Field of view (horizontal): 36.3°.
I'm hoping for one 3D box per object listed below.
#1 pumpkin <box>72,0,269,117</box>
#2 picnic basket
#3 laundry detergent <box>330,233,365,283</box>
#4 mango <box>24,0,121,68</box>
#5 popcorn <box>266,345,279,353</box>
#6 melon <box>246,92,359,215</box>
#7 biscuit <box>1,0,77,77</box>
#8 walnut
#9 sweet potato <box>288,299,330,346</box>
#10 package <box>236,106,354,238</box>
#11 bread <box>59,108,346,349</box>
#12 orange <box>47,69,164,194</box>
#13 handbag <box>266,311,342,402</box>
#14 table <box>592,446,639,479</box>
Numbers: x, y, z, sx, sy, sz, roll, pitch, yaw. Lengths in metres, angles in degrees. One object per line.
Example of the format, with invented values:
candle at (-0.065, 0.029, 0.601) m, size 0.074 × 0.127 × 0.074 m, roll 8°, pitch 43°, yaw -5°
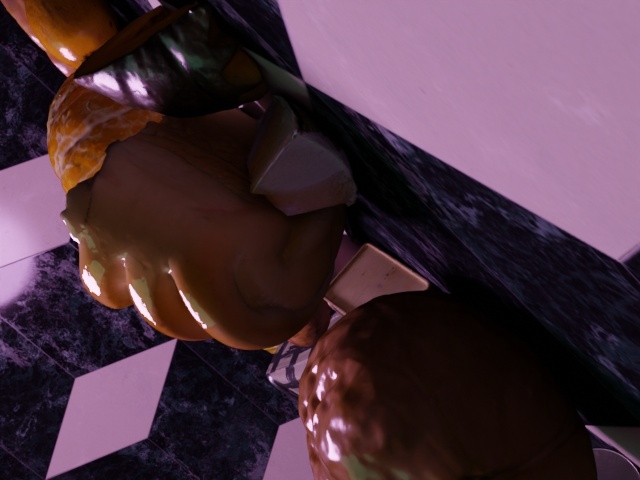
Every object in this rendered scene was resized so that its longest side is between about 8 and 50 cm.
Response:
pumpkin at (-0.161, -0.166, 1.031) m, size 0.130 × 0.149 × 0.254 m, roll 53°, pitch 171°, yaw -23°
picnic basket at (0.095, 0.089, 1.402) m, size 0.164 × 0.115 × 0.079 m, roll 38°, pitch 173°, yaw 46°
laundry detergent at (0.000, 0.000, 1.595) m, size 0.335 × 0.088 × 0.159 m, roll 43°, pitch 171°, yaw 17°
mango at (-0.363, -0.339, 1.422) m, size 0.157 × 0.109 × 0.262 m, roll 38°, pitch -165°, yaw -47°
popcorn at (-0.098, 0.073, 2.024) m, size 0.321 × 0.290 × 0.325 m, roll 41°, pitch -152°, yaw -58°
melon at (-0.021, -0.076, 1.003) m, size 0.139 × 0.093 × 0.202 m, roll 37°, pitch -175°, yaw -17°
biscuit at (-0.442, -0.381, 1.658) m, size 0.312 × 0.057 × 0.351 m, roll 55°, pitch -172°, yaw 11°
walnut at (0.140, 0.232, 1.158) m, size 0.398 × 0.308 × 0.353 m, roll -153°, pitch 49°, yaw -74°
sweet potato at (-0.033, 0.060, 1.483) m, size 0.109 × 0.109 × 0.385 m, roll 41°, pitch 158°, yaw 22°
package at (-0.032, -0.092, 1.291) m, size 0.232 × 0.040 × 0.166 m, roll 49°, pitch -179°, yaw -1°
bread at (-0.113, -0.003, 1.094) m, size 0.270 × 0.211 × 0.315 m, roll 28°, pitch -145°, yaw 6°
orange at (-0.268, -0.131, 1.510) m, size 0.329 × 0.249 × 0.329 m, roll 47°, pitch -175°, yaw -5°
handbag at (0.120, 0.256, 1.793) m, size 0.327 × 0.162 × 0.325 m, roll 40°, pitch 142°, yaw -17°
table at (0.412, 0.385, 1.372) m, size 0.126 × 0.126 × 0.220 m, roll 39°, pitch 174°, yaw 39°
